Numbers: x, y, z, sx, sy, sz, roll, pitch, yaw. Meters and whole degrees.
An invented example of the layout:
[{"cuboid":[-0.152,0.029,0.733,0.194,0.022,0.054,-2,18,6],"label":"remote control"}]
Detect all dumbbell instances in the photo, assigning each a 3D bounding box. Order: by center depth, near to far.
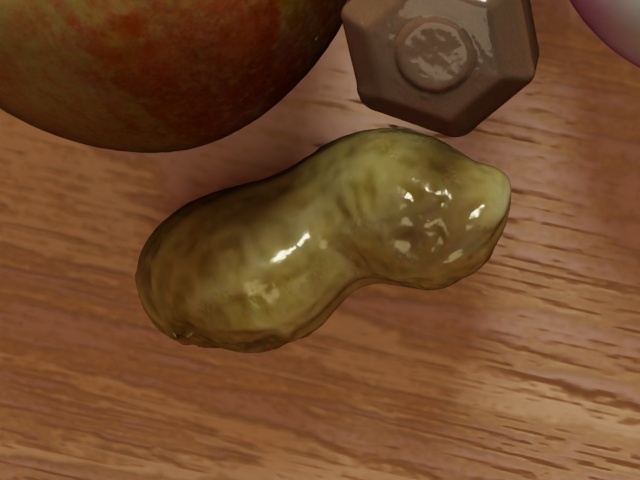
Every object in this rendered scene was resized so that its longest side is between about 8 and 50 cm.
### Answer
[{"cuboid":[0.069,-0.126,0.968,0.092,0.231,0.082,18,116,3],"label":"dumbbell"}]

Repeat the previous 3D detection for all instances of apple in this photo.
[{"cuboid":[-0.088,-0.174,0.965,0.257,0.257,0.234,-27,123,20],"label":"apple"}]

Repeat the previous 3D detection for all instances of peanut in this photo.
[{"cuboid":[0.000,0.000,1.106,0.229,0.098,0.103,-22,71,20],"label":"peanut"}]

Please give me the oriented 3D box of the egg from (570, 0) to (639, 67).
[{"cuboid":[0.205,-0.204,0.934,0.196,0.196,0.271,20,109,1],"label":"egg"}]
